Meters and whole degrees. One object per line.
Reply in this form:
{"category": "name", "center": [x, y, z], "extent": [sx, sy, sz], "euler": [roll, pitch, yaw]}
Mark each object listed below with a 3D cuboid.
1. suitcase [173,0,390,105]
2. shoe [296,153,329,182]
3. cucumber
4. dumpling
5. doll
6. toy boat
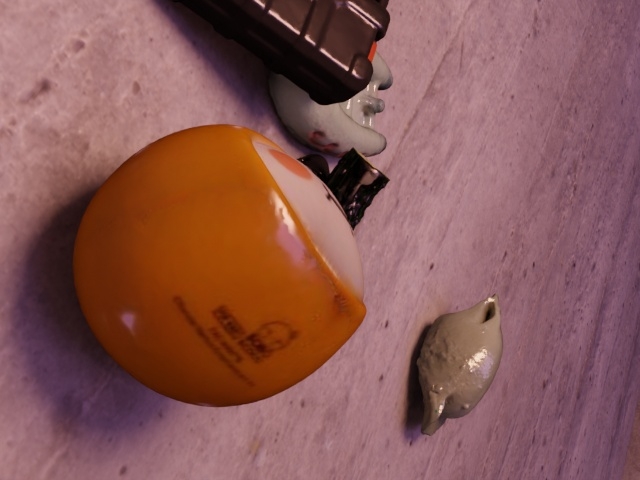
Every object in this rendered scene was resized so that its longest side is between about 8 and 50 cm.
{"category": "suitcase", "center": [-0.009, -0.287, 0.713], "extent": [0.206, 0.066, 0.285], "euler": [31, 65, -29]}
{"category": "shoe", "center": [-0.022, -0.048, 0.788], "extent": [0.159, 0.053, 0.062], "euler": [-24, 109, -51]}
{"category": "cucumber", "center": [0.000, 0.000, 0.765], "extent": [0.058, 0.058, 0.187], "euler": [19, 103, -56]}
{"category": "dumpling", "center": [0.181, 0.165, 1.090], "extent": [0.108, 0.152, 0.219], "euler": [37, 70, -3]}
{"category": "doll", "center": [-0.081, 0.006, 0.606], "extent": [0.236, 0.213, 0.213], "euler": [-118, -173, -58]}
{"category": "toy boat", "center": [0.029, -0.156, 0.834], "extent": [0.208, 0.079, 0.134], "euler": [14, 84, -58]}
